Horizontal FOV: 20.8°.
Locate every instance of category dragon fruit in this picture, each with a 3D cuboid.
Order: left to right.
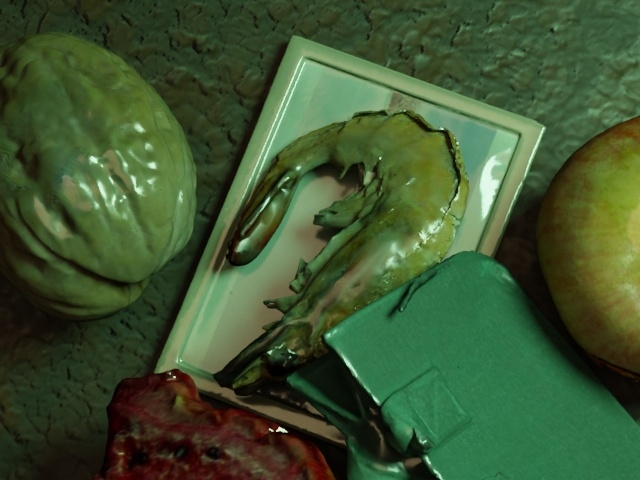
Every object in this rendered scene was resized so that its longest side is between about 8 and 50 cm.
[{"bbox_3d":[-0.078,0.211,1.150,0.240,0.302,0.330,3,46,-35],"label":"dragon fruit"}]

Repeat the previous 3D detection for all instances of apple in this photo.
[{"bbox_3d":[0.257,0.004,1.238,0.209,0.164,0.209,0,87,5],"label":"apple"}]

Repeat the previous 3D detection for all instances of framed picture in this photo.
[{"bbox_3d":[0.022,0.007,1.332,0.213,0.016,0.289,21,80,9],"label":"framed picture"}]

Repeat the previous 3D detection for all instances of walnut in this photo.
[{"bbox_3d":[-0.185,-0.056,1.293,0.178,0.178,0.230,-32,67,-2],"label":"walnut"}]

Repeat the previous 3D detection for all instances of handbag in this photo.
[{"bbox_3d":[0.144,0.168,1.166,0.089,0.238,0.326,-43,81,32],"label":"handbag"}]

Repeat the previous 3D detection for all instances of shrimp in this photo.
[{"bbox_3d":[0.000,-0.001,1.289,0.253,0.058,0.173,-42,58,-4],"label":"shrimp"}]
